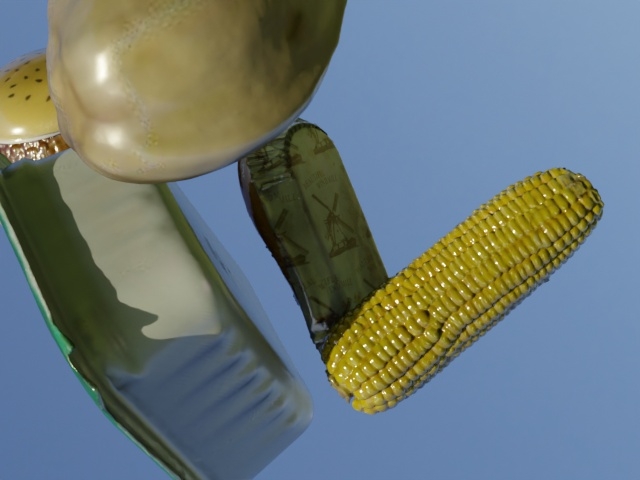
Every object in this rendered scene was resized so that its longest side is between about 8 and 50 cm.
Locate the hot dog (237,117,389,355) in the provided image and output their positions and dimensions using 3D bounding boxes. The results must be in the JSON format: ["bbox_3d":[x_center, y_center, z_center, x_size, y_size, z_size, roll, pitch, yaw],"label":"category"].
[{"bbox_3d":[0.000,0.000,1.259,0.108,0.059,0.191,-29,-81,-48],"label":"hot dog"}]

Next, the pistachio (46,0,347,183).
[{"bbox_3d":[-0.065,-0.129,0.926,0.153,0.138,0.238,22,-127,-4],"label":"pistachio"}]

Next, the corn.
[{"bbox_3d":[0.099,0.032,1.196,0.080,0.231,0.080,50,179,2],"label":"corn"}]

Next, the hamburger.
[{"bbox_3d":[-0.220,-0.094,1.443,0.175,0.137,0.175,-8,-155,4],"label":"hamburger"}]

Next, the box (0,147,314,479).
[{"bbox_3d":[-0.105,0.049,1.184,0.264,0.106,0.337,58,180,34],"label":"box"}]
